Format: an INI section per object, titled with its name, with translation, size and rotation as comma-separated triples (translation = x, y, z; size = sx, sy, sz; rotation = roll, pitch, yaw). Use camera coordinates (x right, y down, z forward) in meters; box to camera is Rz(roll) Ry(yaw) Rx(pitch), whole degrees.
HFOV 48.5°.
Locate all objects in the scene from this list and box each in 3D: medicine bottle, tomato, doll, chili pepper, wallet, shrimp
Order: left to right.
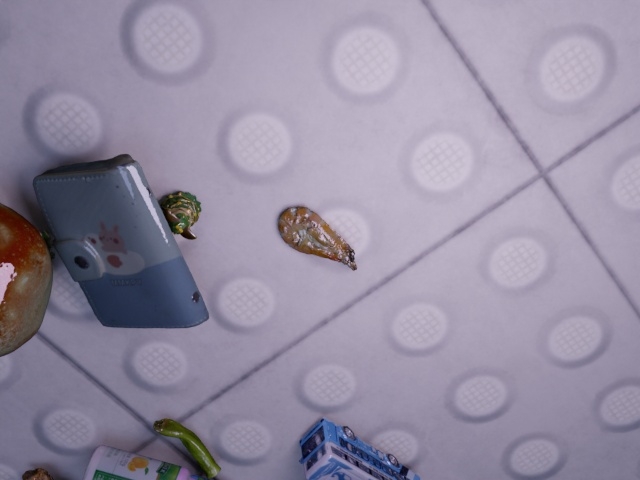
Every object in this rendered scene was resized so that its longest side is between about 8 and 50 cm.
[tomato]
translation = -0.603, 0.074, 1.246
size = 0.238, 0.303, 0.304
rotation = 11, 116, -12
[wallet]
translation = -0.373, 0.018, 1.304
size = 0.252, 0.083, 0.360
rotation = -6, 121, 23
[medicine bottle]
translation = -0.376, 0.548, 1.558
size = 0.274, 0.133, 0.133
rotation = 17, 115, -2
[doll]
translation = -0.266, -0.034, 1.296
size = 0.076, 0.113, 0.078
rotation = -33, 114, 22
[chili pepper]
translation = -0.292, 0.455, 1.578
size = 0.050, 0.052, 0.202
rotation = -43, 114, -10
[shrimp]
translation = 0.000, 0.000, 1.369
size = 0.184, 0.043, 0.091
rotation = 31, 119, -10

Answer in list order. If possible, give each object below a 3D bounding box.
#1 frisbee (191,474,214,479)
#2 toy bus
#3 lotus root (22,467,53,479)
[frisbee]
translation = -0.297, 0.649, 1.679
size = 0.242, 0.045, 0.242
rotation = 1, 108, 3
[toy bus]
translation = 0.095, 0.525, 1.589
size = 0.297, 0.131, 0.106
rotation = 35, 110, -20
[lotus root]
translation = -0.617, 0.665, 1.626
size = 0.146, 0.131, 0.303
rotation = -7, 117, 0
